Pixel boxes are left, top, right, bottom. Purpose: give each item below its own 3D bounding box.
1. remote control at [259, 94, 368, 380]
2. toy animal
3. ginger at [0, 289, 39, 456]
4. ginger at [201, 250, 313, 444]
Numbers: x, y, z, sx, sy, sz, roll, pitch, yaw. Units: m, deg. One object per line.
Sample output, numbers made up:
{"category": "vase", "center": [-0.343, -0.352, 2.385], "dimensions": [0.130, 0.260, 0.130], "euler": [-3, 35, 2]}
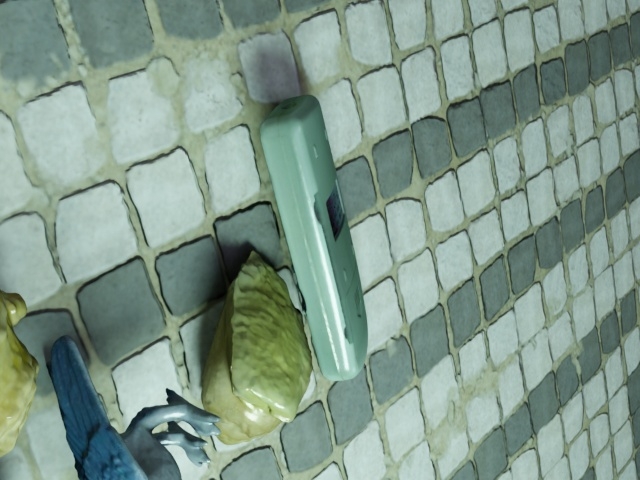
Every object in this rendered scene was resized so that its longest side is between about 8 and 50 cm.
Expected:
{"category": "remote control", "center": [0.000, 0.000, 0.851], "dimensions": [0.140, 0.056, 0.297], "euler": [-65, 145, -66]}
{"category": "toy animal", "center": [-0.154, 0.190, 0.616], "dimensions": [0.176, 0.255, 0.239], "euler": [-42, 152, -44]}
{"category": "ginger", "center": [-0.303, 0.008, 0.527], "dimensions": [0.190, 0.126, 0.354], "euler": [-29, 111, -44]}
{"category": "ginger", "center": [-0.074, 0.111, 0.808], "dimensions": [0.115, 0.122, 0.193], "euler": [29, 39, -25]}
